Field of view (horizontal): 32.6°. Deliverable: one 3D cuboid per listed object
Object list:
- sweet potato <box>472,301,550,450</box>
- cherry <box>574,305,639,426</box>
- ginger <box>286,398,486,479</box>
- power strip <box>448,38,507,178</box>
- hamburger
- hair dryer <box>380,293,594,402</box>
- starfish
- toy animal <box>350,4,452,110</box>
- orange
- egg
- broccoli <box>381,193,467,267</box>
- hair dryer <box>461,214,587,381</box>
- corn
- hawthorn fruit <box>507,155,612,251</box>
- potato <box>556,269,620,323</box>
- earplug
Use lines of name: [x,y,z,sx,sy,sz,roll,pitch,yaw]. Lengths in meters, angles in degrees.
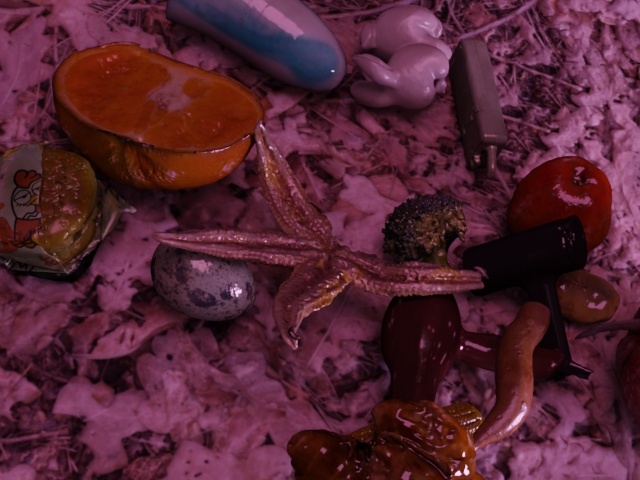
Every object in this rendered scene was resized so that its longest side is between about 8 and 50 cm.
sweet potato: [0.282,0.199,1.594,0.067,0.059,0.281,23,47,2]
cherry: [0.624,0.198,1.699,0.334,0.291,0.326,21,45,-22]
ginger: [0.077,0.367,1.476,0.357,0.152,0.274,-20,107,-1]
power strip: [0.285,-0.229,1.972,0.053,0.093,0.288,2,60,-15]
hamburger: [-0.408,-0.051,1.690,0.235,0.125,0.214,8,68,8]
hair dryer: [0.257,0.202,1.664,0.340,0.123,0.313,13,40,-5]
starfish: [-0.006,0.006,1.638,0.398,0.132,0.383,48,41,16]
toy animal: [0.144,-0.329,1.980,0.178,0.127,0.193,12,59,-3]
orange: [-0.268,-0.202,1.741,0.310,0.274,0.274,39,56,-18]
egg: [-0.178,0.057,1.677,0.172,0.132,0.132,32,58,-4]
broccoli: [0.181,0.001,1.805,0.154,0.167,0.160,-28,97,8]
hair dryer: [0.350,0.105,1.764,0.089,0.197,0.251,-5,80,-63]
corn: [0.139,0.298,1.635,0.231,0.080,0.080,-10,62,-19]
hawthorn fruit: [0.409,-0.054,1.849,0.189,0.189,0.189,6,59,-9]
potato: [0.427,0.091,1.826,0.137,0.070,0.092,25,56,1]
earplug: [-0.094,-0.377,1.947,0.324,0.185,0.185,36,59,1]
